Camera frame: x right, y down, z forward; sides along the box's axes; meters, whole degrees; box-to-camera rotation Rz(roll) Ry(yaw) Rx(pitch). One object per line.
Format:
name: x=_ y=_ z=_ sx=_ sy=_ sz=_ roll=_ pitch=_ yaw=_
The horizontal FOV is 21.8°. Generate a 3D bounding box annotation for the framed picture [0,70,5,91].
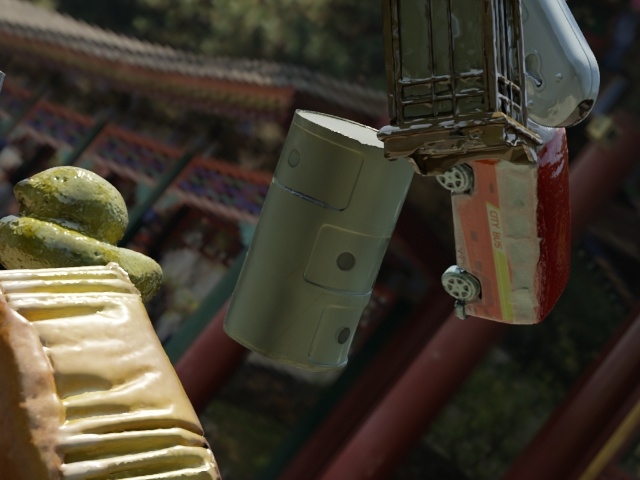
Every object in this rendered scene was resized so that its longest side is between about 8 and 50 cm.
framed picture: x=-0.373 y=-0.099 z=1.618 sx=0.109 sy=0.149 sz=0.011 roll=7 pitch=-14 yaw=21

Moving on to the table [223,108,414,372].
table: x=0.000 y=0.000 z=1.565 sx=0.126 sy=0.220 sz=0.126 roll=18 pitch=11 yaw=-4

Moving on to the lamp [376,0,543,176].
lamp: x=0.082 y=-0.210 z=1.070 sx=0.089 sy=0.325 sz=0.090 roll=-6 pitch=-8 yaw=21

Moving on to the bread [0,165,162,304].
bread: x=-0.247 y=-0.006 z=1.762 sx=0.187 sy=0.149 sz=0.065 roll=29 pitch=-28 yaw=-2

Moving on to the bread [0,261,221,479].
bread: x=-0.180 y=0.152 z=1.157 sx=0.288 sy=0.156 sz=0.204 roll=67 pitch=-30 yaw=29

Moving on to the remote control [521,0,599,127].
remote control: x=0.187 y=-0.214 z=1.567 sx=0.047 sy=0.087 sz=0.244 roll=0 pitch=58 yaw=-42

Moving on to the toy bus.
toy bus: x=0.198 y=-0.034 z=1.747 sx=0.120 sy=0.121 sz=0.265 roll=15 pitch=-45 yaw=26
